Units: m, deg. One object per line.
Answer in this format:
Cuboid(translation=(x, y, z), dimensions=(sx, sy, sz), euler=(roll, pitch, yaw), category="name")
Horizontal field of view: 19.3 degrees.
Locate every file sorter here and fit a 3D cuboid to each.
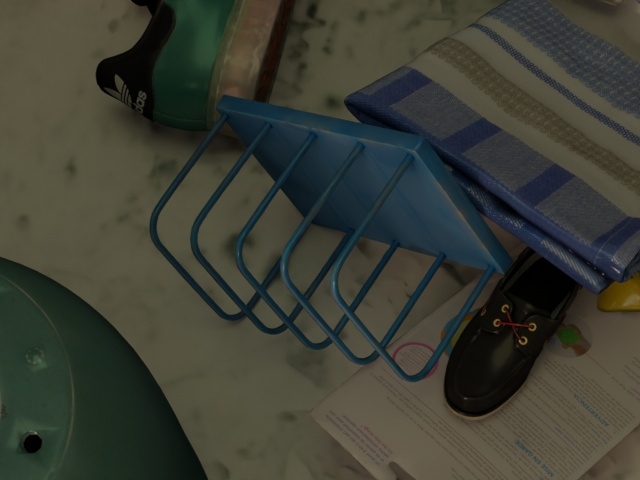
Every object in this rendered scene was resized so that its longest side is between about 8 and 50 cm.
Cuboid(translation=(0.000, 0.000, 1.115), dimensions=(0.170, 0.118, 0.104), euler=(16, 63, 45), category="file sorter")

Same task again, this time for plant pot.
Cuboid(translation=(-0.206, 0.140, 1.015), dimensions=(0.293, 0.235, 0.293), euler=(-1, 62, 1), category="plant pot")

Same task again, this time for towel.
Cuboid(translation=(0.176, -0.085, 1.177), dimensions=(0.209, 0.034, 0.285), euler=(37, 43, 21), category="towel")

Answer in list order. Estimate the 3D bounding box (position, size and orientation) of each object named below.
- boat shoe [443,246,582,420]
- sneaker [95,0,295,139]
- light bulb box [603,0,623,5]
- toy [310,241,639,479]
Cuboid(translation=(0.114, 0.047, 1.104), dimensions=(0.049, 0.042, 0.133), euler=(31, 63, 16), category="boat shoe")
Cuboid(translation=(-0.068, -0.213, 1.274), dimensions=(0.121, 0.108, 0.302), euler=(12, 64, 4), category="sneaker")
Cuboid(translation=(0.196, -0.418, 1.209), dimensions=(0.225, 0.361, 0.358), euler=(27, 56, 16), category="light bulb box")
Cuboid(translation=(0.125, 0.088, 1.135), dimensions=(0.237, 0.056, 0.137), euler=(-38, 63, -23), category="toy")
